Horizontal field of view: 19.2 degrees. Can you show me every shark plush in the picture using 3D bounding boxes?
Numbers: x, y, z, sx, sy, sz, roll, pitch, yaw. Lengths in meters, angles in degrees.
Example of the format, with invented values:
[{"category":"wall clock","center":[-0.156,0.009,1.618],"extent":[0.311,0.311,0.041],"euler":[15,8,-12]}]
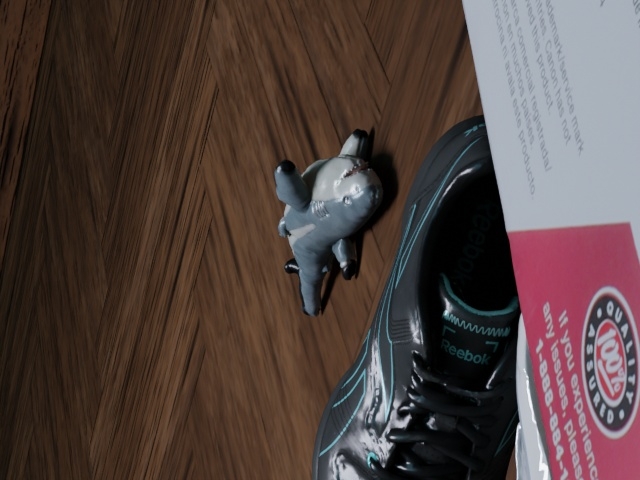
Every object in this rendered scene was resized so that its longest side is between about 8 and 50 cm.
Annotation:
[{"category":"shark plush","center":[0.000,0.000,1.272],"extent":[0.067,0.073,0.161],"euler":[49,134,26]}]

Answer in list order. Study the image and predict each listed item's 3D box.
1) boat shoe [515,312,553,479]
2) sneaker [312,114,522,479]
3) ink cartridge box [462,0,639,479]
[{"category":"boat shoe","center":[0.115,0.095,0.856],"extent":[0.063,0.066,0.184],"euler":[150,114,-69]},{"category":"sneaker","center":[0.054,0.068,0.921],"extent":[0.106,0.101,0.267],"euler":[-54,-24,-86]},{"category":"ink cartridge box","center":[0.189,-0.094,0.487],"extent":[0.384,0.160,0.279],"euler":[119,151,-53]}]
